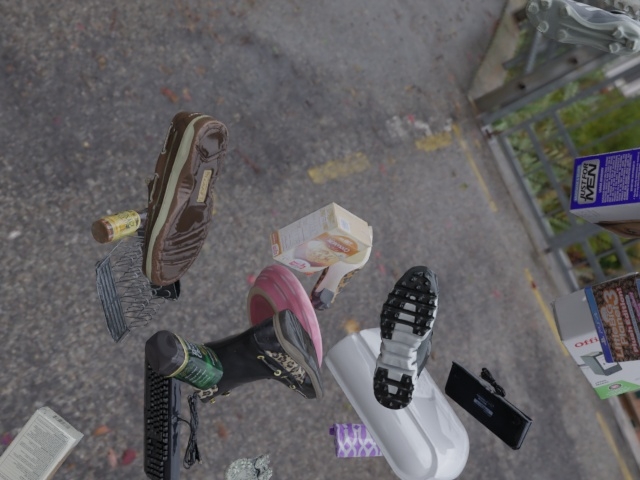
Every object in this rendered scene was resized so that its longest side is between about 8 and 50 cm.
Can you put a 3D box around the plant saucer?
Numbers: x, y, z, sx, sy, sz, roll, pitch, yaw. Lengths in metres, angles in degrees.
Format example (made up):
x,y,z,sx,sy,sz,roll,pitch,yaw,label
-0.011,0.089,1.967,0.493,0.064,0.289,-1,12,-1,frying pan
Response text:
x,y,z,sx,sy,sz,roll,pitch,yaw,label
-0.111,0.234,2.333,0.084,0.332,0.332,-18,80,-27,plant saucer

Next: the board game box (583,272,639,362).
x,y,z,sx,sy,sz,roll,pitch,yaw,label
0.623,0.100,1.399,0.291,0.232,0.141,139,-63,-73,board game box

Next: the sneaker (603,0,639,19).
x,y,z,sx,sy,sz,roll,pitch,yaw,label
0.303,-0.294,0.792,0.102,0.146,0.293,13,31,-35,sneaker

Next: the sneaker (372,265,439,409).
x,y,z,sx,sy,sz,roll,pitch,yaw,label
0.131,0.130,1.258,0.106,0.078,0.234,-51,153,-60,sneaker

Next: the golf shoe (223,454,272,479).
x,y,z,sx,sy,sz,roll,pitch,yaw,label
-0.173,0.499,1.803,0.176,0.086,0.069,25,52,-65,golf shoe

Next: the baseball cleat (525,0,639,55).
x,y,z,sx,sy,sz,roll,pitch,yaw,label
0.456,-0.370,1.451,0.206,0.072,0.109,29,38,17,baseball cleat

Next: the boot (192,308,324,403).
x,y,z,sx,sy,sz,roll,pitch,yaw,label
-0.154,0.315,2.076,0.377,0.284,0.138,65,8,-58,boot

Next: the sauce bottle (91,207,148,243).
x,y,z,sx,sy,sz,roll,pitch,yaw,label
-0.321,-0.030,1.406,0.042,0.042,0.128,62,33,-3,sauce bottle

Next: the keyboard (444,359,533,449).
x,y,z,sx,sy,sz,roll,pitch,yaw,label
0.303,0.284,1.529,0.023,0.108,0.180,-21,44,-38,keyboard

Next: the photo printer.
x,y,z,sx,sy,sz,roll,pitch,yaw,label
0.156,0.309,1.573,0.307,0.107,0.256,57,16,16,photo printer

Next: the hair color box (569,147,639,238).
x,y,z,sx,sy,sz,roll,pitch,yaw,label
0.604,-0.083,1.385,0.185,0.339,0.110,19,76,-37,hair color box

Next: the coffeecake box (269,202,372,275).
x,y,z,sx,sy,sz,roll,pitch,yaw,label
0.000,0.000,1.956,0.142,0.185,0.068,28,44,-49,coffeecake box

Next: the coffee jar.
x,y,z,sx,sy,sz,roll,pitch,yaw,label
-0.294,0.258,1.829,0.096,0.079,0.184,54,10,33,coffee jar

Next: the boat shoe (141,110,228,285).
x,y,z,sx,sy,sz,roll,pitch,yaw,label
-0.211,-0.064,1.239,0.095,0.257,0.095,28,12,35,boat shoe

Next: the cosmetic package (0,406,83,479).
x,y,z,sx,sy,sz,roll,pitch,yaw,label
-0.336,0.257,0.984,0.060,0.115,0.041,38,-5,3,cosmetic package

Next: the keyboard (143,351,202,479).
x,y,z,sx,sy,sz,roll,pitch,yaw,label
-0.343,0.404,1.933,0.033,0.201,0.317,-3,94,-50,keyboard

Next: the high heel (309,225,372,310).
x,y,z,sx,sy,sz,roll,pitch,yaw,label
0.055,0.076,2.373,0.093,0.261,0.186,34,-14,-2,high heel

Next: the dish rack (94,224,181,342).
x,y,z,sx,sy,sz,roll,pitch,yaw,label
-0.399,0.087,1.854,0.271,0.074,0.208,-63,146,-62,dish rack

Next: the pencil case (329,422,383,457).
x,y,z,sx,sy,sz,roll,pitch,yaw,label
0.129,0.471,2.038,0.088,0.206,0.086,-105,-163,-63,pencil case

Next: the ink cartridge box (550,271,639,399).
x,y,z,sx,sy,sz,roll,pitch,yaw,label
0.646,0.212,1.842,0.273,0.198,0.115,47,30,-40,ink cartridge box
